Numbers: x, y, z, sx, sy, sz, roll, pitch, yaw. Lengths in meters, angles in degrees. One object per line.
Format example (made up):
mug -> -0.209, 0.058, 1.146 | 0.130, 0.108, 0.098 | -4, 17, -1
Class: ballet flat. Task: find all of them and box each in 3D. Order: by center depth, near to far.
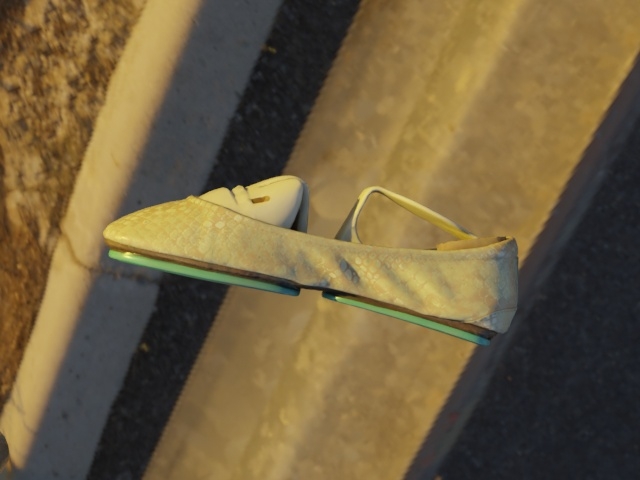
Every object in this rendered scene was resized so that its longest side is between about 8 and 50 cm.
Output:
ballet flat -> 0.000, 0.000, 0.469 | 0.168, 0.057, 0.052 | 14, 90, -13

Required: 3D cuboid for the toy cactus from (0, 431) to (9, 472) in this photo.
toy cactus -> -0.211, 0.146, 0.578 | 0.219, 0.180, 0.112 | 5, 104, 16
